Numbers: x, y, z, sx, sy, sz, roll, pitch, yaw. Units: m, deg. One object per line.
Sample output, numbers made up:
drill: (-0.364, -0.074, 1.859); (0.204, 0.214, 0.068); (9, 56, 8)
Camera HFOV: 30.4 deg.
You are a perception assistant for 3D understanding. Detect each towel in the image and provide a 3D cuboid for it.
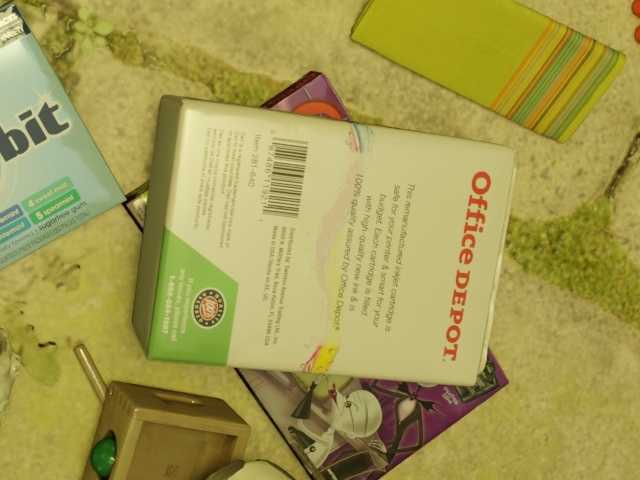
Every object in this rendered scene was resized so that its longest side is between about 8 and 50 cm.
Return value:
towel: (0.152, -0.174, 1.054); (0.237, 0.021, 0.102); (23, 122, -18)

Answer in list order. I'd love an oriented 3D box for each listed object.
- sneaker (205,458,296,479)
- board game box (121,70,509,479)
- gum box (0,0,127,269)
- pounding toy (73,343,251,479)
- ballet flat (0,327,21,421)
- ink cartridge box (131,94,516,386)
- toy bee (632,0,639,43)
sneaker: (0.021, 0.368, 1.020); (0.158, 0.182, 0.410); (-42, 127, -2)
board game box: (0.003, 0.049, 1.061); (0.208, 0.056, 0.347); (-37, 107, -12)
gum box: (-0.271, -0.076, 0.955); (0.157, 0.041, 0.184); (-30, 110, -9)
pounding toy: (-0.152, 0.176, 1.021); (0.141, 0.100, 0.130); (14, 96, -29)
ballet flat: (-0.440, 0.140, 0.910); (0.408, 0.147, 0.147); (-2, 100, -15)
ink cartridge box: (0.000, 0.000, 0.966); (0.278, 0.117, 0.201); (6, 97, -16)
toy bee: (0.381, -0.223, 1.084); (0.298, 0.162, 0.195); (10, 89, -42)
